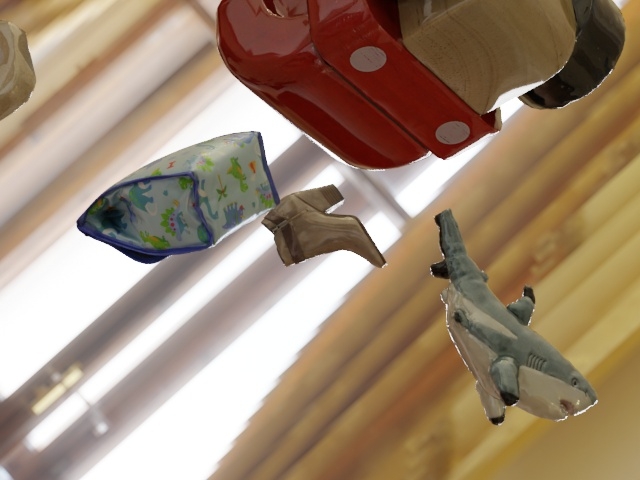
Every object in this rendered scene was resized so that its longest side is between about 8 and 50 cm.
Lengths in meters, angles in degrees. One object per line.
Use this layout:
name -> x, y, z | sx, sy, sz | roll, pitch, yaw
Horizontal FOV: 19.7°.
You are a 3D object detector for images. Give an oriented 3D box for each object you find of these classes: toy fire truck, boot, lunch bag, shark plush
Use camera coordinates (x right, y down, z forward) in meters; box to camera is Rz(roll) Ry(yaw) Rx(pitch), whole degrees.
toy fire truck -> -0.023, -0.128, 0.806 | 0.158, 0.246, 0.217 | 37, 36, -40
boot -> 0.000, 0.000, 1.833 | 0.118, 0.087, 0.042 | 54, -9, 24
lunch bag -> -0.137, -0.039, 1.734 | 0.129, 0.151, 0.096 | -34, 115, -54
shark plush -> 0.120, 0.055, 1.249 | 0.161, 0.067, 0.073 | 59, -11, 26

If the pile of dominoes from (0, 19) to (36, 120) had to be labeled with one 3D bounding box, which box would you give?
pile of dominoes -> -0.208, -0.050, 0.565 | 0.040, 0.196, 0.251 | 41, 5, -48
